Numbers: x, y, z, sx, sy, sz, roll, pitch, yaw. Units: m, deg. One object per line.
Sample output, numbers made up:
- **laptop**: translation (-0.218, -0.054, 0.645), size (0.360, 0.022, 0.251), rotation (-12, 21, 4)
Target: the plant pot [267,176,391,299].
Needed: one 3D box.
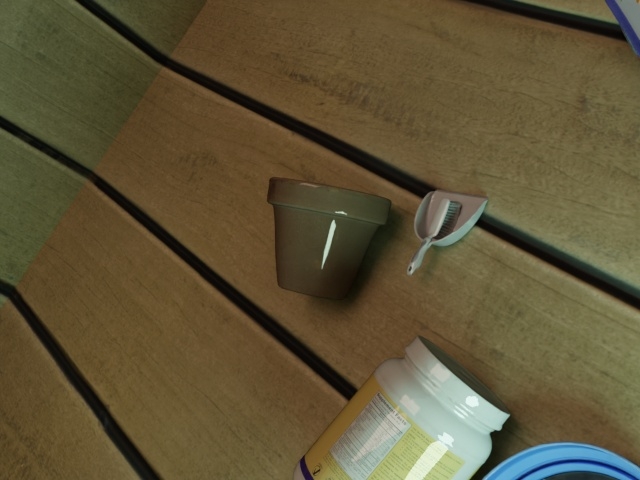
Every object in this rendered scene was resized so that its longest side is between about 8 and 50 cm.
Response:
- **plant pot**: translation (0.000, 0.000, 1.881), size (0.263, 0.263, 0.229), rotation (12, 90, 46)

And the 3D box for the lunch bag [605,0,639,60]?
- **lunch bag**: translation (0.676, -0.427, 1.518), size (0.327, 0.239, 0.386), rotation (-34, 53, 25)

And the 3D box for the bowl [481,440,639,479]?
- **bowl**: translation (0.372, 0.501, 1.331), size (0.391, 0.077, 0.391), rotation (-23, 52, 32)

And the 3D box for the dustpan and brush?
- **dustpan and brush**: translation (0.231, -0.016, 1.793), size (0.147, 0.060, 0.211), rotation (13, 74, 46)

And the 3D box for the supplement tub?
- **supplement tub**: translation (0.138, 0.352, 1.516), size (0.331, 0.241, 0.241), rotation (-51, 42, 5)
